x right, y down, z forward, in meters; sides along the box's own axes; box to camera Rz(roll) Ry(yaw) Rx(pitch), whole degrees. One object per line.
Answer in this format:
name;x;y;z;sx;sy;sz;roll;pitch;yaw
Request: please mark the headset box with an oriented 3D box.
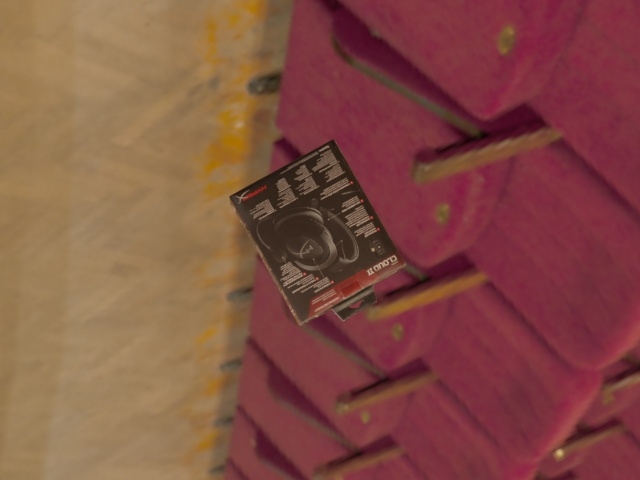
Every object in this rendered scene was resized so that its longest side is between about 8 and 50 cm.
headset box;0.000;0.000;0.659;0.062;0.083;0.032;-30;177;-5
